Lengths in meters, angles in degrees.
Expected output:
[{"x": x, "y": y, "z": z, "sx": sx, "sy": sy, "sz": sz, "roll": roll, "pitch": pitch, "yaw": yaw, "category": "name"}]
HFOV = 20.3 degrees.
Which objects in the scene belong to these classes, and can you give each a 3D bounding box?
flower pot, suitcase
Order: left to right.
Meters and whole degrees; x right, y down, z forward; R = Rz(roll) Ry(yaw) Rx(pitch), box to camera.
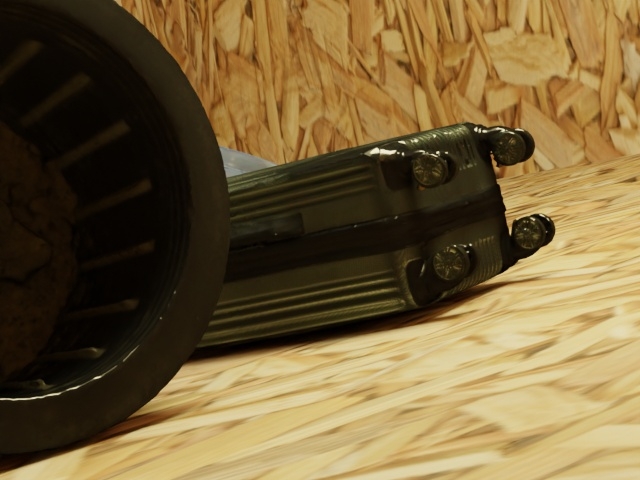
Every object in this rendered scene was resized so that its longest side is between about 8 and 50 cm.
[{"x": -0.254, "y": 0.003, "z": 1.150, "sx": 0.293, "sy": 0.294, "sz": 0.330, "roll": -15, "pitch": -3, "yaw": -30, "category": "flower pot"}, {"x": 0.000, "y": 0.000, "z": 1.355, "sx": 0.312, "sy": 0.128, "sz": 0.202, "roll": -11, "pitch": 4, "yaw": 30, "category": "suitcase"}]

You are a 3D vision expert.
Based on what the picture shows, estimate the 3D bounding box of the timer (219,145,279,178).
[{"x": -0.232, "y": -0.024, "z": 1.663, "sx": 0.395, "sy": 0.173, "sz": 0.395, "roll": 13, "pitch": -3, "yaw": 1, "category": "timer"}]
